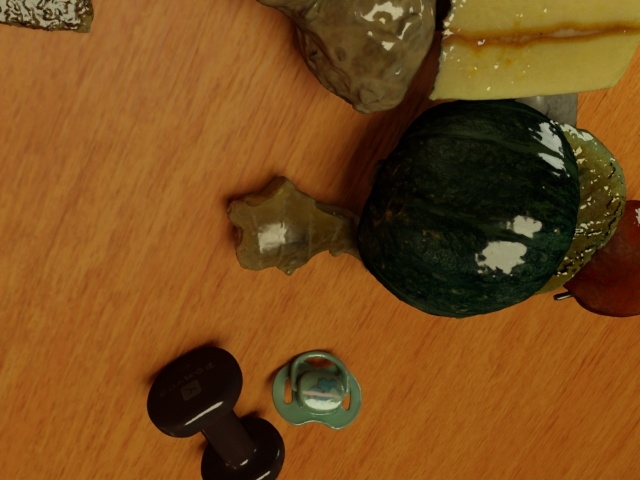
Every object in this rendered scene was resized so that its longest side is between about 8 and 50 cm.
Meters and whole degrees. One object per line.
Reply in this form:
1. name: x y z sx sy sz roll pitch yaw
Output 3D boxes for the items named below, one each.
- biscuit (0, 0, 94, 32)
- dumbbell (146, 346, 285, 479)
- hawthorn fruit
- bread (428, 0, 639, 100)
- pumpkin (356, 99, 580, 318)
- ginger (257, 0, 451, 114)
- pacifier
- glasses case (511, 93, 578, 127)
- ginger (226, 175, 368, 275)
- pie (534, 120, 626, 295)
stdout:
1. biscuit: -0.327 -0.265 0.478 0.237 0.026 0.131 -2 118 -27
2. dumbbell: -0.149 0.276 0.806 0.140 0.124 0.225 -31 126 -12
3. hawthorn fruit: 0.571 0.047 1.039 0.261 0.224 0.224 -37 131 23
4. bread: 0.264 -0.239 0.618 0.264 0.163 0.167 -39 145 -39
5. pumpkin: 0.187 -0.045 0.678 0.264 0.197 0.292 22 87 4
6. ginger: 0.011 -0.297 0.567 0.375 0.176 0.256 21 87 -33
7. pacifier: -0.010 0.255 0.903 0.150 0.126 0.116 3 152 -12
8. glasses case: 0.337 -0.257 0.825 0.114 0.060 0.299 -23 124 -10
9. ginger: 0.000 0.000 0.769 0.295 0.086 0.131 18 83 -39
10. pie: 0.348 -0.043 0.891 0.296 0.078 0.371 -34 126 17
